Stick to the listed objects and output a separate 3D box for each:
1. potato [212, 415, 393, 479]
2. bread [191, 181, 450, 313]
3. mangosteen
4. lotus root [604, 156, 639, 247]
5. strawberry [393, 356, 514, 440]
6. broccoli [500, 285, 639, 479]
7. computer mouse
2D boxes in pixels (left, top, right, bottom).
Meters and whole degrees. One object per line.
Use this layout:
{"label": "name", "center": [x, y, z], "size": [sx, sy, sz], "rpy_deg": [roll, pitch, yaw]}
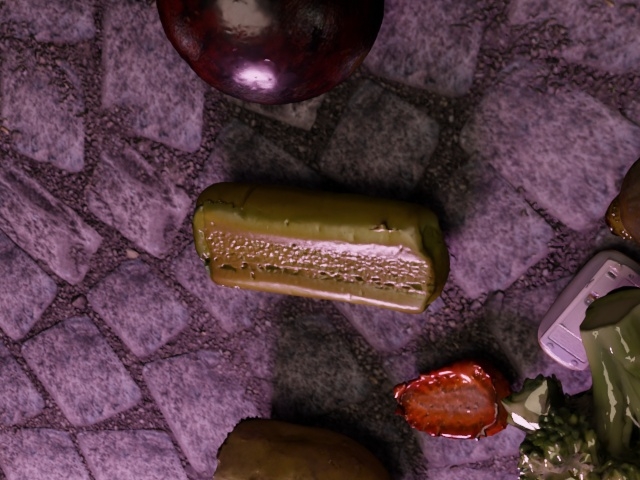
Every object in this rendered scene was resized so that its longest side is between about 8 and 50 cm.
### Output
{"label": "potato", "center": [-0.010, 0.396, 2.031], "size": [0.266, 0.229, 0.229], "rpy_deg": [10, 122, 18]}
{"label": "bread", "center": [0.000, 0.000, 1.845], "size": [0.383, 0.112, 0.166], "rpy_deg": [7, 122, 24]}
{"label": "mangosteen", "center": [-0.067, -0.307, 1.606], "size": [0.311, 0.311, 0.311], "rpy_deg": [13, 123, 21]}
{"label": "lotus root", "center": [0.468, -0.048, 1.545], "size": [0.309, 0.173, 0.173], "rpy_deg": [-19, 107, 42]}
{"label": "strawberry", "center": [0.199, 0.224, 1.898], "size": [0.188, 0.082, 0.121], "rpy_deg": [-4, 95, 40]}
{"label": "broccoli", "center": [0.415, 0.233, 1.648], "size": [0.317, 0.277, 0.338], "rpy_deg": [40, 130, -1]}
{"label": "computer mouse", "center": [0.369, 0.093, 1.742], "size": [0.102, 0.045, 0.199], "rpy_deg": [35, 129, 5]}
